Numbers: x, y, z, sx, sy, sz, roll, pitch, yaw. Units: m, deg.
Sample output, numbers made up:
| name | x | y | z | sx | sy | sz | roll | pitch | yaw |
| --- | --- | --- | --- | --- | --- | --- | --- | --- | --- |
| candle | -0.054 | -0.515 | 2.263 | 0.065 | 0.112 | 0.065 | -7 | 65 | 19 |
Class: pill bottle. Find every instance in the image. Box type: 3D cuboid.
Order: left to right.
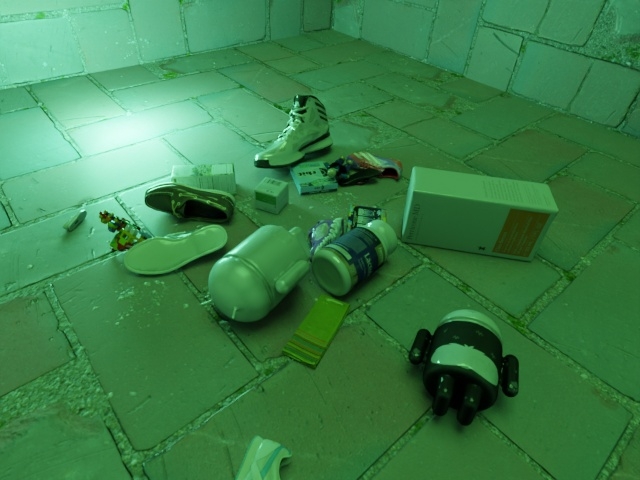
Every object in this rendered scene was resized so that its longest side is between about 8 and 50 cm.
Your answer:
| name | x | y | z | sx | sy | sz | roll | pitch | yaw |
| --- | --- | --- | --- | --- | --- | --- | --- | --- | --- |
| pill bottle | 0.112 | 0.045 | 1.300 | 0.153 | 0.153 | 0.264 | 34 | 50 | 30 |

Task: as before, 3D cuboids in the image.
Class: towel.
| name | x | y | z | sx | sy | sz | roll | pitch | yaw |
| --- | --- | --- | --- | --- | --- | --- | --- | --- | --- |
| towel | -0.006 | 0.243 | 1.163 | 0.102 | 0.021 | 0.237 | 21 | 43 | 18 |

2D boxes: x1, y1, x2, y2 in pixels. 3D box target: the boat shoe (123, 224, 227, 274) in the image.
| name | x | y | z | sx | sy | sz | roll | pitch | yaw |
| --- | --- | --- | --- | --- | --- | --- | --- | --- | --- |
| boat shoe | -0.457 | 0.031 | 1.342 | 0.319 | 0.116 | 0.099 | -19 | 2 | -14 |

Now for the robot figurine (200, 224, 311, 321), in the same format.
| name | x | y | z | sx | sy | sz | roll | pitch | yaw |
| --- | --- | --- | --- | --- | --- | --- | --- | --- | --- |
| robot figurine | -0.174 | 0.091 | 1.188 | 0.299 | 0.200 | 0.353 | -1 | 31 | 40 |

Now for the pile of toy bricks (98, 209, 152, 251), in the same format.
| name | x | y | z | sx | sy | sz | roll | pitch | yaw |
| --- | --- | --- | --- | --- | --- | --- | --- | --- | --- |
| pile of toy bricks | -0.647 | -0.011 | 1.355 | 0.212 | 0.118 | 0.105 | 26 | 84 | 31 |

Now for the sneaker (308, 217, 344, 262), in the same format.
| name | x | y | z | sx | sy | sz | roll | pitch | yaw |
| --- | --- | --- | --- | --- | --- | --- | --- | --- | --- |
| sneaker | 0.000 | 0.000 | 1.399 | 0.104 | 0.095 | 0.236 | 10 | 36 | 17 |

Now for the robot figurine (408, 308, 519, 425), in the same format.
| name | x | y | z | sx | sy | sz | roll | pitch | yaw |
| --- | --- | --- | --- | --- | --- | --- | --- | --- | --- |
| robot figurine | 0.348 | 0.298 | 1.016 | 0.209 | 0.173 | 0.278 | 43 | 44 | -9 |

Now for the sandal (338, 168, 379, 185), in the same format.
| name | x | y | z | sx | sy | sz | roll | pitch | yaw |
| --- | --- | --- | --- | --- | --- | --- | --- | --- | --- |
| sandal | 0.162 | -0.258 | 1.749 | 0.179 | 0.040 | 0.067 | -18 | 38 | -3 |

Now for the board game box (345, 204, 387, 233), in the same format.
| name | x | y | z | sx | sy | sz | roll | pitch | yaw |
| --- | --- | --- | --- | --- | --- | --- | --- | --- | --- |
| board game box | 0.165 | -0.055 | 1.501 | 0.141 | 0.048 | 0.170 | 9 | 41 | 3 |

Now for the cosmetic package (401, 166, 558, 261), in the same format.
| name | x | y | z | sx | sy | sz | roll | pitch | yaw |
| --- | --- | --- | --- | --- | --- | --- | --- | --- | --- |
| cosmetic package | 0.523 | -0.092 | 1.433 | 0.452 | 0.230 | 0.162 | 9 | 42 | 7 |

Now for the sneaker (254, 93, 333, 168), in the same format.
| name | x | y | z | sx | sy | sz | roll | pitch | yaw |
| --- | --- | --- | --- | --- | --- | --- | --- | --- | --- |
| sneaker | -0.132 | -0.479 | 1.784 | 0.169 | 0.258 | 0.447 | 13 | 35 | 39 |

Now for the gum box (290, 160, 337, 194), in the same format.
| name | x | y | z | sx | sy | sz | roll | pitch | yaw |
| --- | --- | --- | --- | --- | --- | --- | --- | --- | --- |
| gum box | -0.030 | -0.263 | 1.730 | 0.156 | 0.041 | 0.184 | -8 | 43 | -14 |

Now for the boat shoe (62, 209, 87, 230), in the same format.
| name | x | y | z | sx | sy | sz | roll | pitch | yaw |
| --- | --- | --- | --- | --- | --- | --- | --- | --- | --- |
| boat shoe | -0.858 | -0.073 | 1.453 | 0.035 | 0.035 | 0.100 | 12 | 48 | 6 |

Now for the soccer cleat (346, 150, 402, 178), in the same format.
| name | x | y | z | sx | sy | sz | roll | pitch | yaw |
| --- | --- | --- | --- | --- | --- | --- | --- | --- | --- |
| soccer cleat | 0.230 | -0.321 | 1.793 | 0.247 | 0.083 | 0.095 | 11 | 46 | 4 |

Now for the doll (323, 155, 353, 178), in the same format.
| name | x | y | z | sx | sy | sz | roll | pitch | yaw |
| --- | --- | --- | --- | --- | --- | --- | --- | --- | --- |
| doll | 0.069 | -0.301 | 1.730 | 0.129 | 0.046 | 0.189 | 31 | 34 | 6 |

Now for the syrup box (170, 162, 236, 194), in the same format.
| name | x | y | z | sx | sy | sz | roll | pitch | yaw |
| --- | --- | --- | --- | --- | --- | --- | --- | --- | --- |
| syrup box | -0.451 | -0.234 | 1.622 | 0.236 | 0.096 | 0.093 | -6 | 40 | -10 |

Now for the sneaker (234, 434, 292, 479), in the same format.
| name | x | y | z | sx | sy | sz | roll | pitch | yaw |
| --- | --- | --- | --- | --- | --- | --- | --- | --- | --- |
| sneaker | -0.126 | 0.500 | 0.806 | 0.092 | 0.087 | 0.229 | 14 | 44 | 8 |

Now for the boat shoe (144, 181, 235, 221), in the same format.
| name | x | y | z | sx | sy | sz | roll | pitch | yaw |
| --- | --- | --- | --- | --- | --- | --- | --- | --- | --- |
| boat shoe | -0.472 | -0.128 | 1.488 | 0.324 | 0.117 | 0.097 | 7 | 37 | -5 |

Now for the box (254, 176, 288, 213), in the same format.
| name | x | y | z | sx | sy | sz | roll | pitch | yaw |
| --- | --- | --- | --- | --- | --- | --- | --- | --- | --- |
| box | -0.184 | -0.170 | 1.576 | 0.101 | 0.087 | 0.102 | 17 | 43 | 15 |
